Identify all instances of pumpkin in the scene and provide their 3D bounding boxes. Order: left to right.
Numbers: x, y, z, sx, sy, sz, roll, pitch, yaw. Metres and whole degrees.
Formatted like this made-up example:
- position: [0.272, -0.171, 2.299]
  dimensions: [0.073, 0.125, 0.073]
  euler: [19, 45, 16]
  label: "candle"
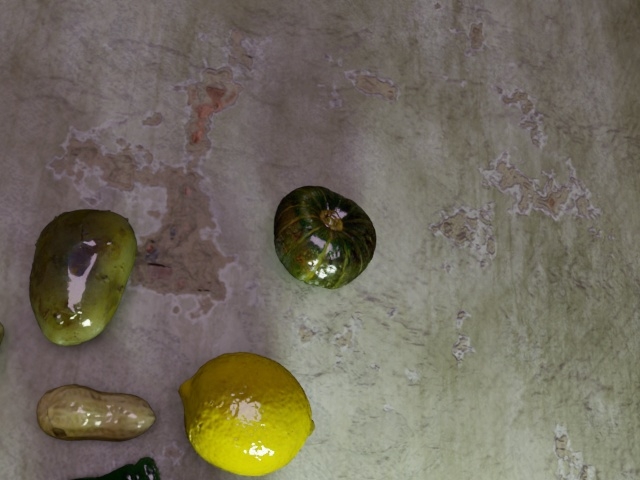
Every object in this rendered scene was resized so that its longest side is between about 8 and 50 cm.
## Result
- position: [-0.001, 0.002, 1.549]
  dimensions: [0.260, 0.189, 0.260]
  euler: [17, 46, -18]
  label: "pumpkin"

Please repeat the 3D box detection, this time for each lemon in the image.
- position: [-0.154, 0.357, 1.344]
  dimensions: [0.268, 0.267, 0.267]
  euler: [5, 70, -14]
  label: "lemon"

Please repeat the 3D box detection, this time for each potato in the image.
- position: [-0.510, 0.071, 1.384]
  dimensions: [0.210, 0.173, 0.307]
  euler: [11, 66, -13]
  label: "potato"

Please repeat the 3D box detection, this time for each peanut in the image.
- position: [-0.457, 0.356, 1.328]
  dimensions: [0.237, 0.120, 0.110]
  euler: [8, 31, -7]
  label: "peanut"

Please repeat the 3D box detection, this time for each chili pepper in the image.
- position: [-0.437, 0.511, 1.313]
  dimensions: [0.225, 0.061, 0.097]
  euler: [-14, 83, -21]
  label: "chili pepper"

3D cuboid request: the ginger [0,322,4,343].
- position: [-0.787, 0.202, 1.286]
  dimensions: [0.304, 0.155, 0.244]
  euler: [39, 73, 9]
  label: "ginger"
